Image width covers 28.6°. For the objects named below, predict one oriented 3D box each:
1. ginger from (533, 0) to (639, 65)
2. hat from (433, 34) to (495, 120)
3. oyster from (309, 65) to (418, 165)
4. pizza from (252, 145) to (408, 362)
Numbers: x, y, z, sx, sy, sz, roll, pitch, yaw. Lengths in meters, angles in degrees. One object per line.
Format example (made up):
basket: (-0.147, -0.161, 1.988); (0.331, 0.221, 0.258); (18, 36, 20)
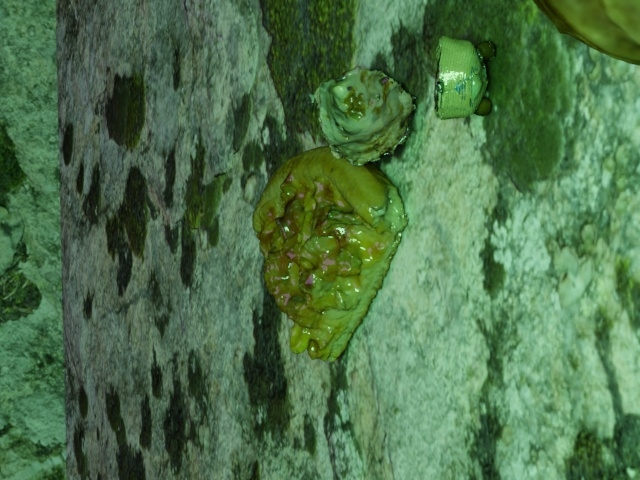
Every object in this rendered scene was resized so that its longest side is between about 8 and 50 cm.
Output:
ginger: (0.254, -0.223, 0.808); (0.200, 0.269, 0.223); (63, -156, -28)
hat: (0.137, -0.155, 1.208); (0.076, 0.059, 0.077); (50, -134, -77)
oyster: (0.044, -0.139, 1.386); (0.105, 0.056, 0.177); (-46, 40, -1)
pizza: (-0.005, -0.031, 1.486); (0.257, 0.087, 0.268); (-65, 32, 35)
